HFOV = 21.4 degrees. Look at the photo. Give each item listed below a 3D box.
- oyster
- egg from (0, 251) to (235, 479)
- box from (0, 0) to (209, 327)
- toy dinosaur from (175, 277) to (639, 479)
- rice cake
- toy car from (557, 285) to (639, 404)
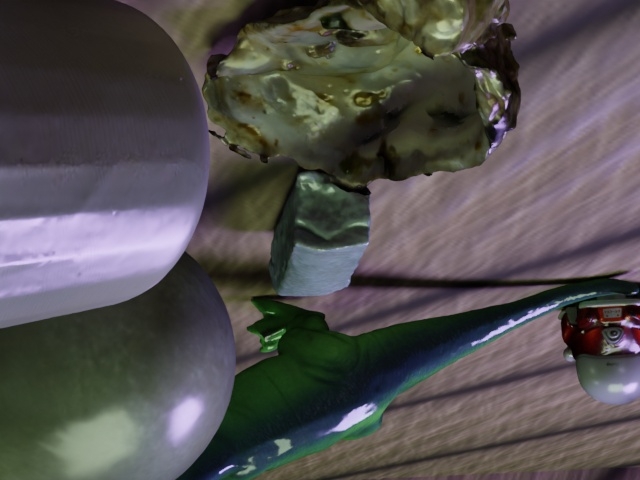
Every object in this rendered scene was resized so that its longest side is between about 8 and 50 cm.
[{"bbox_3d":[0.019,-0.108,0.998,0.166,0.094,0.294,35,156,-35],"label":"oyster"},{"bbox_3d":[-0.216,0.109,1.427,0.258,0.258,0.352,12,156,-39],"label":"egg"},{"bbox_3d":[-0.183,-0.070,0.915,0.262,0.291,0.206,38,-155,30],"label":"box"},{"bbox_3d":[0.038,0.136,1.572,0.500,0.144,0.374,-17,-167,18],"label":"toy dinosaur"},{"bbox_3d":[0.000,0.000,1.401,0.069,0.063,0.206,0,165,-9],"label":"rice cake"},{"bbox_3d":[0.302,0.112,1.740,0.112,0.112,0.139,-3,165,10],"label":"toy car"}]
